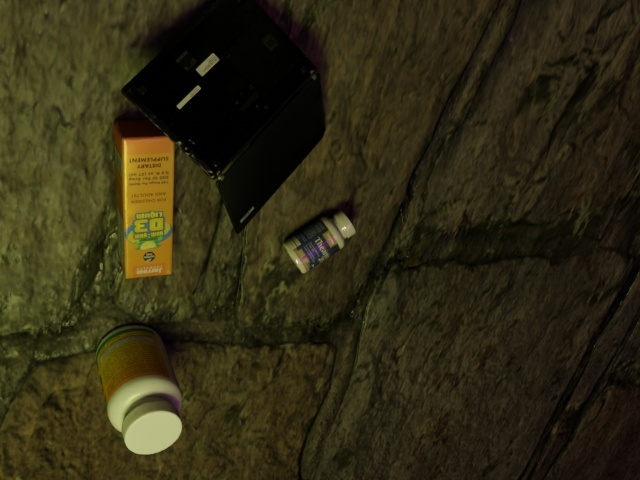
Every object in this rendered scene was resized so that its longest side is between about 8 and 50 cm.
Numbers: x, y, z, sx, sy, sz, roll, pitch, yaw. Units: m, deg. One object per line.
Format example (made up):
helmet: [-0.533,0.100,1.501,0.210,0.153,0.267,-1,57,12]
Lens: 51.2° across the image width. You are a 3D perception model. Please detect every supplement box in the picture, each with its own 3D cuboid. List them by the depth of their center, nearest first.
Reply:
supplement box: [-0.262,-0.059,0.998,0.078,0.080,0.233,-7,124,-24]

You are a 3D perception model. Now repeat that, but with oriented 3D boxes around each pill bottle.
pill bottle: [-0.293,0.241,1.088,0.118,0.208,0.117,-14,125,-20]
pill bottle: [0.000,0.000,1.179,0.120,0.067,0.067,-34,129,-5]

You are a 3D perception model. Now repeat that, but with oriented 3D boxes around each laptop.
laptop: [-0.123,-0.185,0.981,0.264,0.137,0.234,44,70,-16]
